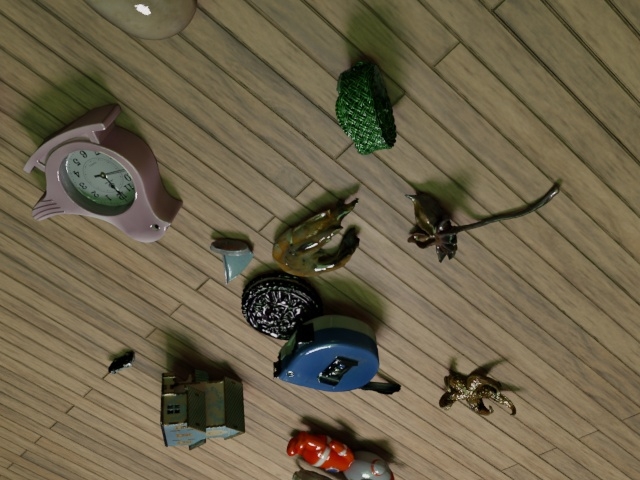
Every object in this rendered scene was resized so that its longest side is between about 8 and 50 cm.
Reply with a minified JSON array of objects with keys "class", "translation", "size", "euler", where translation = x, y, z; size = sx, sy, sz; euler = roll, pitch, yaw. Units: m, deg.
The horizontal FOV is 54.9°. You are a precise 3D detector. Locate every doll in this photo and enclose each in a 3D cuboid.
[{"class":"doll","translation":[0.073,0.626,1.717],"size":[0.336,0.106,0.200],"euler":[25,143,-9]}]

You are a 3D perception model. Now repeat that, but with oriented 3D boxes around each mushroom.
[{"class":"mushroom","translation":[-0.263,-0.407,0.904],"size":[0.204,0.204,0.204],"euler":[5,130,6]}]

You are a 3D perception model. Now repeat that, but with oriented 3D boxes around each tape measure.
[{"class":"tape measure","translation":[0.086,0.285,1.419],"size":[0.351,0.098,0.215],"euler":[16,132,-21]}]

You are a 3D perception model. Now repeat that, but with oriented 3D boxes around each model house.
[{"class":"model house","translation":[-0.297,0.424,1.578],"size":[0.206,0.178,0.271],"euler":[0,146,-10]}]

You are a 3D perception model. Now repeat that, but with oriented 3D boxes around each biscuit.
[{"class":"biscuit","translation":[-0.087,0.151,1.394],"size":[0.194,0.053,0.195],"euler":[4,129,5]}]

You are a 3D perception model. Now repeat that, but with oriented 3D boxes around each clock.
[{"class":"clock","translation":[-0.451,-0.100,1.238],"size":[0.290,0.080,0.275],"euler":[-18,123,24]}]

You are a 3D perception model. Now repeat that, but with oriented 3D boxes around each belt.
[{"class":"belt","translation":[0.069,-0.216,1.023],"size":[0.079,0.121,0.152],"euler":[-9,122,21]}]

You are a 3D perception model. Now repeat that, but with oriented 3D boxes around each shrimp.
[{"class":"shrimp","translation":[0.010,0.011,1.260],"size":[0.254,0.059,0.145],"euler":[-29,121,30]}]

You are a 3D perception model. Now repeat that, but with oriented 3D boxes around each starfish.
[{"class":"starfish","translation":[0.379,0.369,1.474],"size":[0.189,0.074,0.146],"euler":[10,131,2]}]

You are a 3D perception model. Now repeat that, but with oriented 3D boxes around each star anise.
[{"class":"star anise","translation":[0.296,-0.059,1.178],"size":[0.227,0.218,0.148],"euler":[-22,95,-22]}]

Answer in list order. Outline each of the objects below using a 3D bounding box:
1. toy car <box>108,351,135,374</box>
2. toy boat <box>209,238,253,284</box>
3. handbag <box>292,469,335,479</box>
[{"class":"toy car","translation":[-0.523,0.325,1.622],"size":[0.093,0.041,0.025],"euler":[-28,127,29]},{"class":"toy boat","translation":[-0.189,0.049,1.350],"size":[0.096,0.034,0.122],"euler":[5,138,6]},{"class":"handbag","translation":[0.034,0.731,1.788],"size":[0.256,0.079,0.219],"euler":[31,166,-19]}]
